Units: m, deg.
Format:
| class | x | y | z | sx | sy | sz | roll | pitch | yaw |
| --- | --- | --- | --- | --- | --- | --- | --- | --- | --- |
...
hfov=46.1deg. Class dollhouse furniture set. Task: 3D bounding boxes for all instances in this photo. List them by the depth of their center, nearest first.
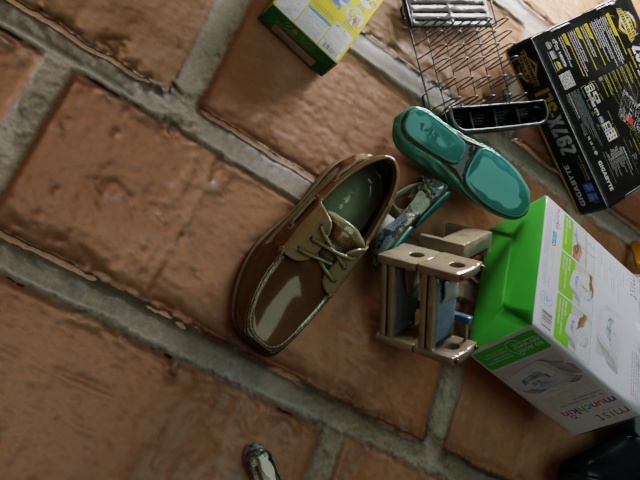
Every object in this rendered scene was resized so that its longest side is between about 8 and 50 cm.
| class | x | y | z | sx | sy | sz | roll | pitch | yaw |
| --- | --- | --- | --- | --- | --- | --- | --- | --- | --- |
| dollhouse furniture set | 0.184 | 0.068 | 1.052 | 0.183 | 0.128 | 0.129 | -21 | 118 | -47 |

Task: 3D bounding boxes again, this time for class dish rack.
| class | x | y | z | sx | sy | sz | roll | pitch | yaw |
| --- | --- | --- | --- | --- | --- | --- | --- | --- | --- |
| dish rack | 0.242 | -0.299 | 1.219 | 0.208 | 0.074 | 0.272 | -10 | 83 | -32 |

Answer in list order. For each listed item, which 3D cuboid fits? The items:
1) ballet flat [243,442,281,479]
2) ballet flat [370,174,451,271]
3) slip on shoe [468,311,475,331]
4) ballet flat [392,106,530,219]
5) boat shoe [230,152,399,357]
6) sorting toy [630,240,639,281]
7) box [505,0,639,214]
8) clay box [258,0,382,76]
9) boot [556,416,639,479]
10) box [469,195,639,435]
| class | x | y | z | sx | sy | sz | roll | pitch | yaw |
| --- | --- | --- | --- | --- | --- | --- | --- | --- | --- |
| ballet flat | -0.062 | 0.304 | 0.924 | 0.041 | 0.041 | 0.114 | -22 | 90 | -31 |
| ballet flat | 0.115 | -0.030 | 1.099 | 0.188 | 0.070 | 0.070 | -44 | 101 | -32 |
| slip on shoe | 0.269 | 0.148 | 1.145 | 0.135 | 0.041 | 0.051 | 20 | 52 | -27 |
| ballet flat | 0.210 | -0.118 | 1.145 | 0.247 | 0.087 | 0.083 | 35 | 83 | -11 |
| boat shoe | 0.000 | 0.000 | 0.984 | 0.122 | 0.120 | 0.324 | 39 | 62 | -16 |
| sorting toy | 0.564 | 0.130 | 1.244 | 0.348 | 0.195 | 0.047 | -62 | 154 | -44 |
| box | 0.499 | -0.242 | 1.326 | 0.257 | 0.079 | 0.322 | -29 | 96 | -26 |
| clay box | 0.019 | -0.366 | 1.121 | 0.127 | 0.053 | 0.222 | 41 | 61 | -15 |
| boot | 0.470 | 0.295 | 1.195 | 0.246 | 0.094 | 0.207 | 12 | 72 | -28 |
| box | 0.358 | 0.109 | 1.117 | 0.231 | 0.126 | 0.262 | 38 | 45 | -18 |
